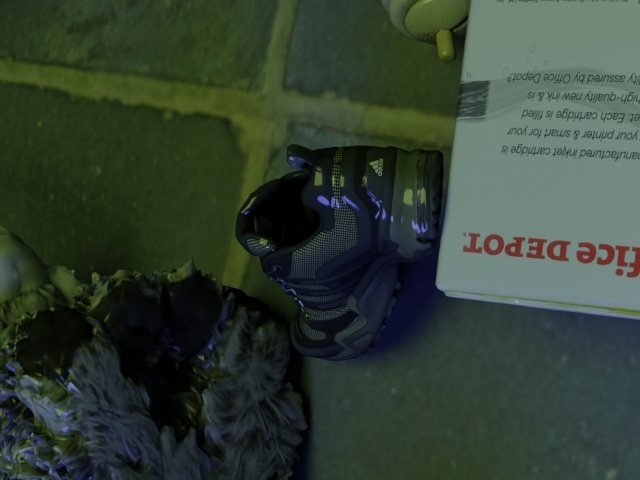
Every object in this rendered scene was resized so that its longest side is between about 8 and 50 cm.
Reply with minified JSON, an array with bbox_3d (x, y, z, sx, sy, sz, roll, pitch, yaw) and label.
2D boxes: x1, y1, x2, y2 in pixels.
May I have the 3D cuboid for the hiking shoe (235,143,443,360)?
[{"bbox_3d":[0.000,0.000,1.238,0.227,0.114,0.086,117,166,-56],"label":"hiking shoe"}]

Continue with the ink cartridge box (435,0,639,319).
[{"bbox_3d":[0.189,-0.088,1.138,0.197,0.114,0.272,6,86,40],"label":"ink cartridge box"}]

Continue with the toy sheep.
[{"bbox_3d":[0.078,-0.172,1.266,0.091,0.091,0.132,-29,46,33],"label":"toy sheep"}]

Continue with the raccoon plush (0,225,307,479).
[{"bbox_3d":[-0.184,0.201,1.356,0.299,0.216,0.446,-14,74,46],"label":"raccoon plush"}]
